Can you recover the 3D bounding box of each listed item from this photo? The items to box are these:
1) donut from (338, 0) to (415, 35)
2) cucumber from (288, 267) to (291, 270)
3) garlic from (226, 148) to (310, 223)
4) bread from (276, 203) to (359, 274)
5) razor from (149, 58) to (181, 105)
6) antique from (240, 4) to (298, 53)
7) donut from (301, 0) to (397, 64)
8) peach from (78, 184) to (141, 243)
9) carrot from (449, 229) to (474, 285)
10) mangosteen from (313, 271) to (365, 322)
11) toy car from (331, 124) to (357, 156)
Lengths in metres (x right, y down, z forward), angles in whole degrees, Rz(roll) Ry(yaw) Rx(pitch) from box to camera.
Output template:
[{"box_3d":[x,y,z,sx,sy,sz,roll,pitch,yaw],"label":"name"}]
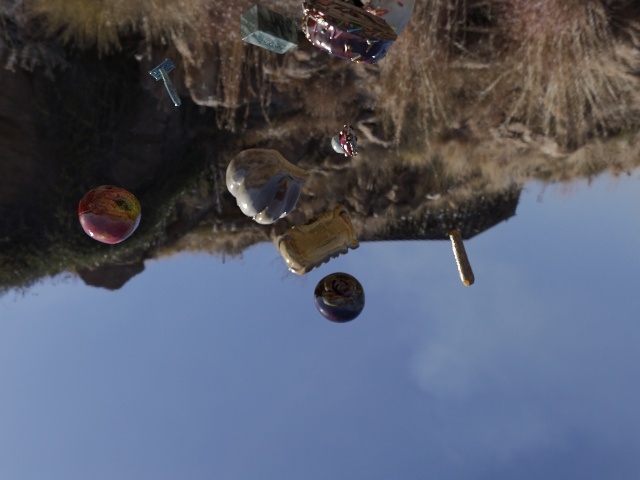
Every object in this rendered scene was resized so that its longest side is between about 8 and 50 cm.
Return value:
[{"box_3d":[0.133,-0.804,1.781,0.382,0.383,0.142,22,-168,35],"label":"donut"},{"box_3d":[-0.077,0.084,1.956,0.037,0.037,0.155,-2,159,-33],"label":"cucumber"},{"box_3d":[-0.186,-0.177,1.786,0.237,0.292,0.210,22,-144,-49],"label":"garlic"},{"box_3d":[0.000,0.000,1.450,0.225,0.081,0.134,-24,-106,-21],"label":"bread"},{"box_3d":[-0.397,-0.408,1.432,0.135,0.068,0.040,62,-167,20],"label":"razor"},{"box_3d":[-0.158,-0.674,1.746,0.183,0.086,0.088,2,172,-45],"label":"antique"},{"box_3d":[0.059,-0.484,1.253,0.235,0.089,0.235,15,-145,-11],"label":"donut"},{"box_3d":[-0.665,-0.081,1.695,0.197,0.197,0.197,9,-163,-3],"label":"peach"},{"box_3d":[0.402,0.050,1.548,0.042,0.171,0.042,-19,-161,7],"label":"carrot"},{"box_3d":[0.083,0.235,2.328,0.228,0.228,0.265,12,154,8],"label":"mangosteen"},{"box_3d":[0.105,-0.444,2.435,0.112,0.139,0.112,-8,-131,14],"label":"toy car"}]
